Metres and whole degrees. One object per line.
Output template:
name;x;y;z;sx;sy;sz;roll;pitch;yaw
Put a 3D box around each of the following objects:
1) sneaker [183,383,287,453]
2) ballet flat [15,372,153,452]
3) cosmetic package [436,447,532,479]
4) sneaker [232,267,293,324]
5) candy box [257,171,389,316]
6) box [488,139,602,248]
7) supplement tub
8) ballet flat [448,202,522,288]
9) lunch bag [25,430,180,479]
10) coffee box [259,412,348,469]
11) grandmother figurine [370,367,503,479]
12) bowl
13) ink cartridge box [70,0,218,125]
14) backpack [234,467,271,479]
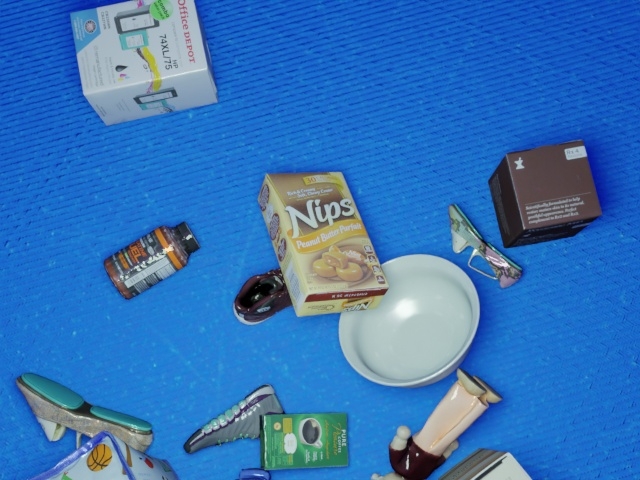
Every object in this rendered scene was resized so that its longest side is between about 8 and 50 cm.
sneaker;-0.175;0.397;1.713;0.223;0.083;0.098;-34;84;-7
ballet flat;-0.508;0.382;1.711;0.315;0.107;0.106;23;93;6
cosmetic package;0.316;0.494;1.576;0.153;0.296;0.129;-36;79;-8
sneaker;-0.061;0.087;1.734;0.281;0.162;0.106;-32;79;-6
candy box;0.000;0.000;1.708;0.182;0.088;0.317;-3;53;-24
box;0.471;-0.094;1.748;0.168;0.203;0.167;-10;78;-1
supplement tub;-0.362;0.037;1.779;0.197;0.106;0.106;-32;79;-7
ballet flat;0.343;0.019;1.797;0.221;0.077;0.079;46;101;9
lunch bag;-0.322;0.578;1.512;0.238;0.328;0.385;-34;62;-4
coffee box;-0.034;0.415;1.699;0.184;0.040;0.113;1;78;-19
grandmother figurine;0.213;0.419;1.656;0.207;0.104;0.342;31;100;-35
bowl;0.198;0.187;1.700;0.297;0.134;0.298;-13;54;19
ink cartridge box;-0.384;-0.403;1.826;0.269;0.197;0.198;-13;78;-2
backpack;-0.139;0.516;1.665;0.097;0.120;0.101;-3;78;1
